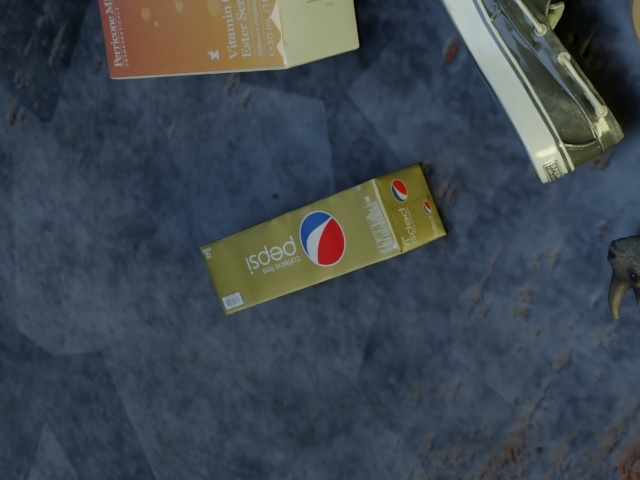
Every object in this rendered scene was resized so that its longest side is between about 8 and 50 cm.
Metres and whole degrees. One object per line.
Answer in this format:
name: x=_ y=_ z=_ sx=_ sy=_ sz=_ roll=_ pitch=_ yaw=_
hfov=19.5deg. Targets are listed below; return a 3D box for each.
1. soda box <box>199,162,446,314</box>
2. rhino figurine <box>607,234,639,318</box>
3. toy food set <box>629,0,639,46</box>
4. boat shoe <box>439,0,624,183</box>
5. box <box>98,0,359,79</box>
soda box: x=0.000 y=0.000 z=1.374 sx=0.181 sy=0.061 sz=0.058 roll=-20 pitch=91 yaw=39
rhino figurine: x=0.262 y=-0.013 z=1.168 sx=0.243 sy=0.073 sz=0.106 roll=-43 pitch=74 yaw=39
toy food set: x=0.233 y=-0.146 z=1.181 sx=0.082 sy=0.020 sz=0.083 roll=32 pitch=121 yaw=26
boat shoe: x=0.126 y=-0.146 z=1.236 sx=0.070 sy=0.078 sz=0.219 roll=-29 pitch=81 yaw=4
box: x=-0.072 y=-0.190 z=1.352 sx=0.170 sy=0.091 sz=0.130 roll=-1 pitch=104 yaw=37
